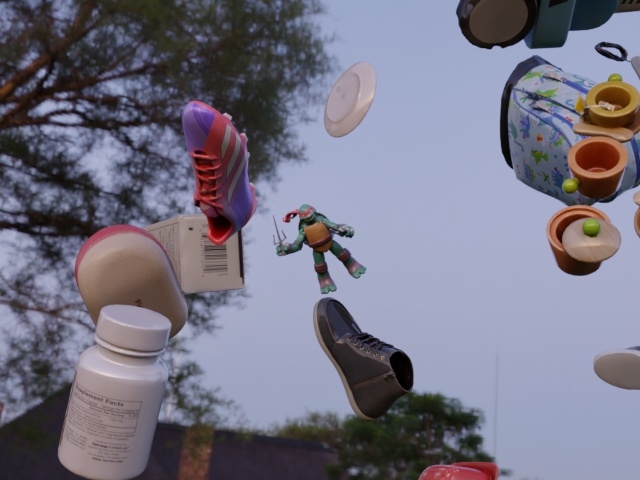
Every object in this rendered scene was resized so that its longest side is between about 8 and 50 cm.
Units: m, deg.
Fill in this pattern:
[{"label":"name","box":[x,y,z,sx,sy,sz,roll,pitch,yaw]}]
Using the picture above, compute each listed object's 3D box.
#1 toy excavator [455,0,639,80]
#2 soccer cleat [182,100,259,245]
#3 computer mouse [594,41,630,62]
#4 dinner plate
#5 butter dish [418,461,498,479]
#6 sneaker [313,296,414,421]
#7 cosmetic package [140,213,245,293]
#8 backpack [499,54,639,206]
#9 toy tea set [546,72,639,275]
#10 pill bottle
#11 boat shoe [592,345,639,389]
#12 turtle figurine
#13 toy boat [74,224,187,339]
[{"label":"toy excavator","box":[0.404,-0.382,1.152,0.445,0.222,0.433,-3,-44,0]},{"label":"soccer cleat","box":[-0.144,-0.088,1.104,0.083,0.095,0.248,22,-26,20]},{"label":"computer mouse","box":[0.736,-0.391,1.859,0.242,0.071,0.041,27,-36,-6]},{"label":"dinner plate","box":[0.045,-0.246,1.389,0.017,0.141,0.141,22,-25,-32]},{"label":"butter dish","box":[0.189,0.414,1.265,0.118,0.160,0.160,25,-23,-15]},{"label":"sneaker","box":[0.075,0.171,1.311,0.083,0.222,0.118,-7,-28,-44]},{"label":"cosmetic package","box":[-0.270,0.034,1.614,0.129,0.153,0.296,-2,-2,-30]},{"label":"backpack","box":[0.545,-0.214,1.734,0.355,0.273,0.290,28,-41,42]},{"label":"toy tea set","box":[0.388,-0.102,0.976,0.200,0.336,0.124,10,-34,25]},{"label":"pill bottle","box":[-0.292,0.217,1.160,0.131,0.229,0.131,15,8,-2]},{"label":"boat shoe","box":[0.622,0.235,1.510,0.219,0.077,0.070,4,22,6]},{"label":"turtle figurine","box":[0.000,0.000,1.781,0.175,0.118,0.234,-21,-60,18]},{"label":"toy boat","box":[-0.322,0.068,1.324,0.151,0.151,0.231,-27,-46,-17]}]
